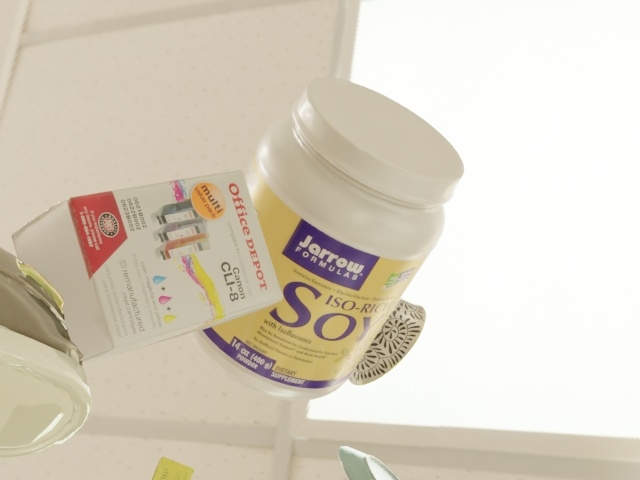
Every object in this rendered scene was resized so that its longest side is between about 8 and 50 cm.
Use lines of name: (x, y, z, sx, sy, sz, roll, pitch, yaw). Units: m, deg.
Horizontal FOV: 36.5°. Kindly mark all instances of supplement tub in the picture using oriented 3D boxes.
supplement tub: (0.000, 0.000, 1.155, 0.241, 0.241, 0.331, 50, -57, 34)

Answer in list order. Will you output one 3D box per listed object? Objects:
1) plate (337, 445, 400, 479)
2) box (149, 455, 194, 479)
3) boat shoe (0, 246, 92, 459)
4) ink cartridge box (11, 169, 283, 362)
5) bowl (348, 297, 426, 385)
plate: (0.092, 0.326, 1.213, 0.024, 0.188, 0.188, -42, -124, 6)
box: (-0.257, 0.419, 1.522, 0.058, 0.232, 0.087, 23, -125, -6)
boat shoe: (-0.241, 0.015, 0.489, 0.109, 0.305, 0.091, -35, -135, 13)
ink cartridge box: (-0.149, 0.024, 0.843, 0.127, 0.176, 0.128, -22, -96, 48)
bowl: (0.080, 0.142, 1.552, 0.170, 0.080, 0.170, -42, -163, 15)
